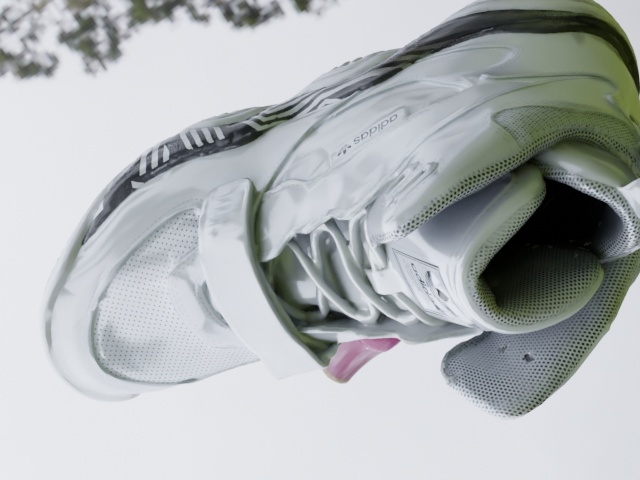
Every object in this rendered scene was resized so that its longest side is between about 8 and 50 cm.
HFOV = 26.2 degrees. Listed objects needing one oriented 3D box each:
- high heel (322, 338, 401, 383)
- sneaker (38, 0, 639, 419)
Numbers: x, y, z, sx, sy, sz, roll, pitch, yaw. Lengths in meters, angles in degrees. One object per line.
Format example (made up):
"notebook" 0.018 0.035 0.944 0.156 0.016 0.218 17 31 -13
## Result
"high heel" 0.000 0.000 1.221 0.082 0.117 0.244 10 -137 -47
"sneaker" 0.009 0.008 0.692 0.137 0.365 0.210 59 -171 -24
